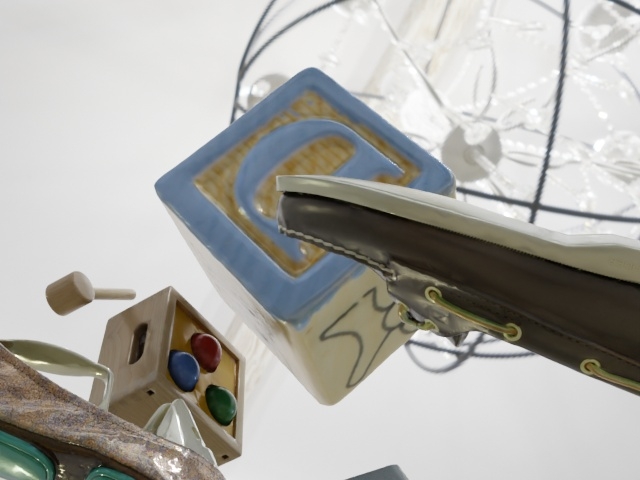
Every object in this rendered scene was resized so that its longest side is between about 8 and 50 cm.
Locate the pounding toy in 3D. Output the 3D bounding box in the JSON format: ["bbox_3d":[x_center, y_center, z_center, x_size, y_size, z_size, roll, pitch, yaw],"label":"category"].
[{"bbox_3d":[-0.160,0.094,0.806,0.094,0.181,0.206,-28,-56,18],"label":"pounding toy"}]

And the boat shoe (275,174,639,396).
[{"bbox_3d":[0.076,0.019,0.394,0.227,0.081,0.069,15,-81,22],"label":"boat shoe"}]

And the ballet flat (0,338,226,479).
[{"bbox_3d":[-0.156,0.145,0.606,0.316,0.106,0.108,31,-47,-2],"label":"ballet flat"}]

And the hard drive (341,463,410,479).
[{"bbox_3d":[0.032,0.193,0.511,0.094,0.135,0.022,-13,-69,-15],"label":"hard drive"}]

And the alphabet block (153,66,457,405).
[{"bbox_3d":[0.000,0.000,0.765,0.192,0.193,0.197,-38,-30,-12],"label":"alphabet block"}]
